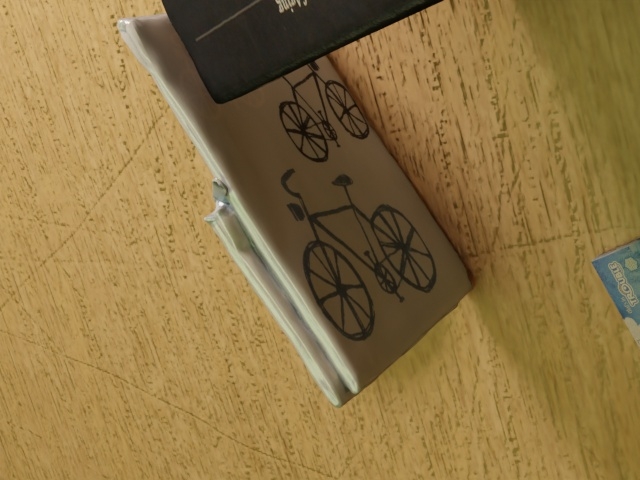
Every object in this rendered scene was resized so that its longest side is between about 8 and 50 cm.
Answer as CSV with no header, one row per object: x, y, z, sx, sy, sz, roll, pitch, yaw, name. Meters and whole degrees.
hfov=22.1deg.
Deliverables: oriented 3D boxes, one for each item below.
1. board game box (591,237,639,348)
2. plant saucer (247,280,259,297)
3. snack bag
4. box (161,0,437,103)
0.281,0.039,1.347,0.090,0.020,0.090,-28,94,45,board game box
0.000,0.000,1.540,0.195,0.037,0.195,17,122,30,plant saucer
-0.015,-0.055,1.333,0.037,0.323,0.342,-33,90,25,snack bag
0.015,-0.385,1.047,0.472,0.297,0.480,65,158,-6,box
